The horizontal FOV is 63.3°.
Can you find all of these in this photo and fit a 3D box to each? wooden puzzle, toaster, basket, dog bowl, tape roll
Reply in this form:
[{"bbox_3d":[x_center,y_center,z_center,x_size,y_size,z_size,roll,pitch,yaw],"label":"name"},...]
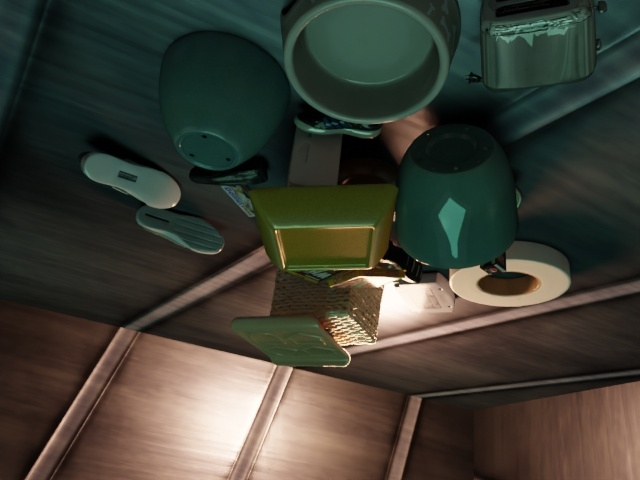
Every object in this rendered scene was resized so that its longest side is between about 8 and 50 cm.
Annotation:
[{"bbox_3d":[-0.093,0.337,1.806,0.322,0.081,0.348,-5,144,22],"label":"wooden puzzle"},{"bbox_3d":[0.360,-0.352,0.891,0.226,0.129,0.146,-1,147,22],"label":"toaster"},{"bbox_3d":[0.034,0.212,1.895,0.331,0.267,0.328,-7,148,23],"label":"basket"},{"bbox_3d":[0.087,-0.358,0.980,0.348,0.102,0.349,6,153,3],"label":"dog bowl"},{"bbox_3d":[0.636,0.121,1.761,0.391,0.072,0.392,6,153,3],"label":"tape roll"}]

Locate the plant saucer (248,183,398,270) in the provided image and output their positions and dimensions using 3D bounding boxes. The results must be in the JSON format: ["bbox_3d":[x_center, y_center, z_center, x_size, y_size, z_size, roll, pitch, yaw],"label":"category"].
[{"bbox_3d":[0.011,-0.010,1.253,0.332,0.081,0.333,-2,153,2],"label":"plant saucer"}]

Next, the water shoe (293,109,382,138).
[{"bbox_3d":[0.042,-0.287,1.179,0.203,0.073,0.080,5,131,-2],"label":"water shoe"}]

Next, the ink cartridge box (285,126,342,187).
[{"bbox_3d":[-0.029,-0.137,1.317,0.117,0.201,0.278,9,152,-5],"label":"ink cartridge box"}]

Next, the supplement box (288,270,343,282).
[{"bbox_3d":[0.000,0.000,1.575,0.129,0.194,0.191,24,149,-28],"label":"supplement box"}]

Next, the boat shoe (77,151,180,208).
[{"bbox_3d":[-0.551,-0.179,1.504,0.301,0.108,0.102,19,-175,-44],"label":"boat shoe"}]

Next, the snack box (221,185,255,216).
[{"bbox_3d":[-0.231,-0.127,1.584,0.064,0.022,0.178,-3,151,23],"label":"snack box"}]

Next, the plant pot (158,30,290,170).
[{"bbox_3d":[-0.224,-0.269,1.131,0.290,0.196,0.290,7,153,3],"label":"plant pot"}]

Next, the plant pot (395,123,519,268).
[{"bbox_3d":[0.305,-0.121,1.191,0.292,0.293,0.235,-1,135,17],"label":"plant pot"}]

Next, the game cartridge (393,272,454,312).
[{"bbox_3d":[0.412,0.204,2.001,0.196,0.060,0.294,-2,151,26],"label":"game cartridge"}]

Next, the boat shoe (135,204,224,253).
[{"bbox_3d":[-0.472,-0.038,1.760,0.302,0.109,0.094,24,165,-11],"label":"boat shoe"}]

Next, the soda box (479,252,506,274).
[{"bbox_3d":[0.492,0.010,1.484,0.060,0.169,0.053,29,147,-34],"label":"soda box"}]

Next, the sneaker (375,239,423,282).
[{"bbox_3d":[0.239,0.064,1.753,0.271,0.100,0.108,30,155,-24],"label":"sneaker"}]

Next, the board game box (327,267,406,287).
[{"bbox_3d":[0.153,0.118,1.623,0.124,0.039,0.259,-24,163,40],"label":"board game box"}]

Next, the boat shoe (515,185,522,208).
[{"bbox_3d":[0.433,-0.077,1.447,0.112,0.095,0.335,48,142,2],"label":"boat shoe"}]

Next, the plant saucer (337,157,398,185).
[{"bbox_3d":[0.125,-0.153,1.424,0.198,0.036,0.199,6,153,3],"label":"plant saucer"}]

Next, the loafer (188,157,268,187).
[{"bbox_3d":[-0.254,-0.178,1.437,0.223,0.076,0.078,-3,143,12],"label":"loafer"}]
